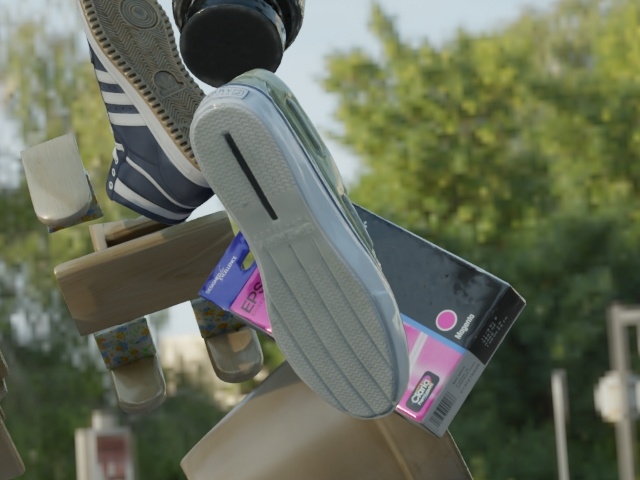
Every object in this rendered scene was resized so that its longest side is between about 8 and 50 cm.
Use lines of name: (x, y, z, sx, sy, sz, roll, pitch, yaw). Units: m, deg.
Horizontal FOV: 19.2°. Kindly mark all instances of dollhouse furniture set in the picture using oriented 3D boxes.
dollhouse furniture set: (-0.278, 0.093, 2.278, 0.394, 0.256, 0.362, -19, -45, -3)

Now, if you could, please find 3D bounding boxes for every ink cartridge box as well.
ink cartridge box: (0.029, 0.055, 2.072, 0.371, 0.176, 0.069, 28, -8, 36)

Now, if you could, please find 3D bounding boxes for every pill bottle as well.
pill bottle: (-0.072, -0.238, 1.747, 0.122, 0.219, 0.123, 3, -50, 3)

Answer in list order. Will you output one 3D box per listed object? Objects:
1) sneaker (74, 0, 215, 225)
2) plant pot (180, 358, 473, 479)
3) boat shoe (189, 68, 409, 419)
sneaker: (-0.201, -0.147, 2.038, 0.099, 0.282, 0.153, -22, -17, -38)
plant pot: (-0.001, 0.271, 2.211, 0.280, 0.323, 0.323, -28, -4, -7)
boat shoe: (0.000, 0.000, 1.508, 0.109, 0.302, 0.094, -13, 22, 31)
